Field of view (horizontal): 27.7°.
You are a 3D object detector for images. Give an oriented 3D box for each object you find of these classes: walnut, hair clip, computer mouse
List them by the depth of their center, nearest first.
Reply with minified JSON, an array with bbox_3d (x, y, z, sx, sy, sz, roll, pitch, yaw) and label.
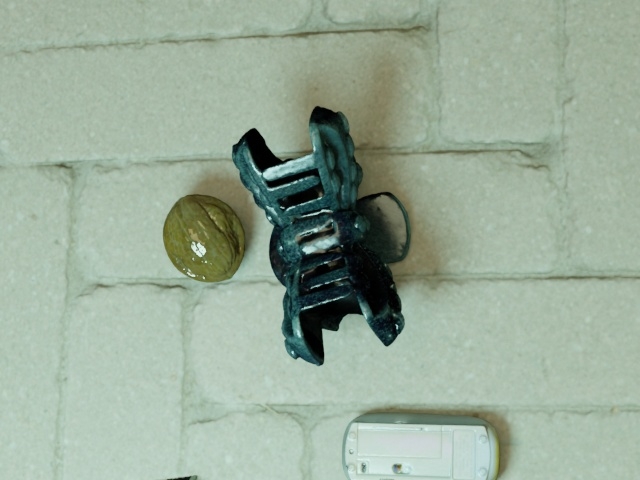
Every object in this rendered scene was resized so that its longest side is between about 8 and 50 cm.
[{"bbox_3d":[0.001,-0.003,1.622,0.195,0.206,0.310,-16,83,14],"label":"hair clip"},{"bbox_3d":[0.126,0.268,1.633,0.199,0.045,0.102,-1,82,11],"label":"computer mouse"},{"bbox_3d":[-0.152,-0.002,1.702,0.105,0.105,0.124,-34,92,4],"label":"walnut"}]

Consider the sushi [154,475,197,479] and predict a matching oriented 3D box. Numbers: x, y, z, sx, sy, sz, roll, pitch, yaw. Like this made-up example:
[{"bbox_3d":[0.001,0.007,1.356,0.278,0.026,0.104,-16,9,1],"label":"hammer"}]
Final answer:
[{"bbox_3d":[-0.261,0.380,1.633,0.193,0.210,0.040,-8,112,10],"label":"sushi"}]
